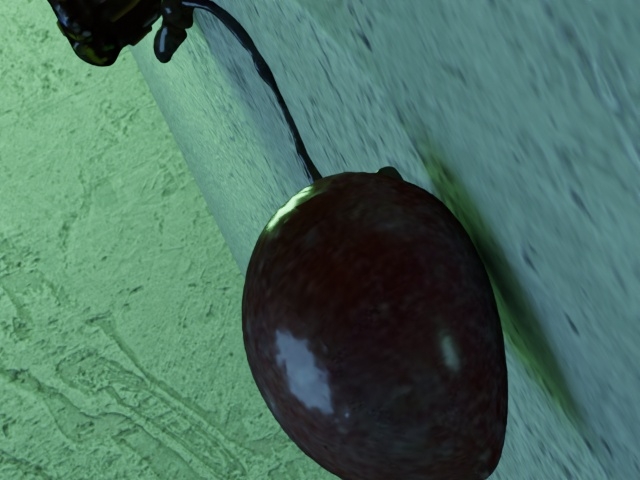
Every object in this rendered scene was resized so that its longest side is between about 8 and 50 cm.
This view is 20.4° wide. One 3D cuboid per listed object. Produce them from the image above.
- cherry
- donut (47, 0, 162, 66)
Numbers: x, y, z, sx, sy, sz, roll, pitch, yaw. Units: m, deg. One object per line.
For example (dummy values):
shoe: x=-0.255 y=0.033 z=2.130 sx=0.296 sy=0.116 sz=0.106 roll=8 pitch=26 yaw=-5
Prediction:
cherry: x=0.000 y=0.000 z=0.646 sx=0.225 sy=0.090 sz=0.107 roll=60 pitch=177 yaw=33
donut: x=-0.180 y=-0.234 z=1.287 sx=0.216 sy=0.096 sz=0.230 roll=60 pitch=175 yaw=8
